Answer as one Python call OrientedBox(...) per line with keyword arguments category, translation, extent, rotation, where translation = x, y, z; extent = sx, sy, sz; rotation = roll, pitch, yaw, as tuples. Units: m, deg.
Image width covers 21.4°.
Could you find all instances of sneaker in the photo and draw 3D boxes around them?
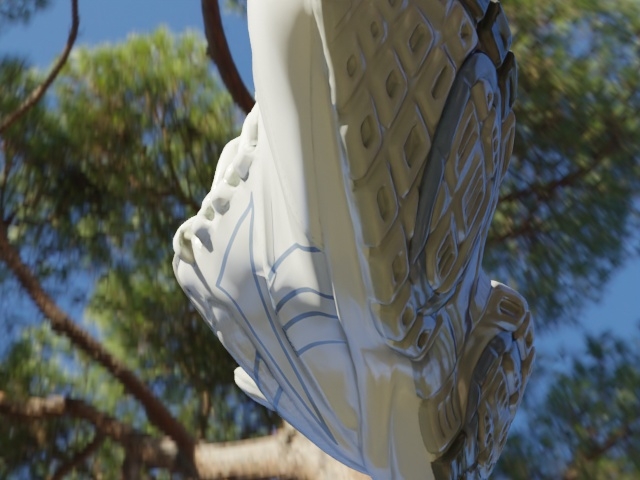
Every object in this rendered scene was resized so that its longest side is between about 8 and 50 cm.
OrientedBox(category="sneaker", translation=(0.000, 0.000, 0.605), extent=(0.129, 0.111, 0.297), rotation=(17, -36, 21))
